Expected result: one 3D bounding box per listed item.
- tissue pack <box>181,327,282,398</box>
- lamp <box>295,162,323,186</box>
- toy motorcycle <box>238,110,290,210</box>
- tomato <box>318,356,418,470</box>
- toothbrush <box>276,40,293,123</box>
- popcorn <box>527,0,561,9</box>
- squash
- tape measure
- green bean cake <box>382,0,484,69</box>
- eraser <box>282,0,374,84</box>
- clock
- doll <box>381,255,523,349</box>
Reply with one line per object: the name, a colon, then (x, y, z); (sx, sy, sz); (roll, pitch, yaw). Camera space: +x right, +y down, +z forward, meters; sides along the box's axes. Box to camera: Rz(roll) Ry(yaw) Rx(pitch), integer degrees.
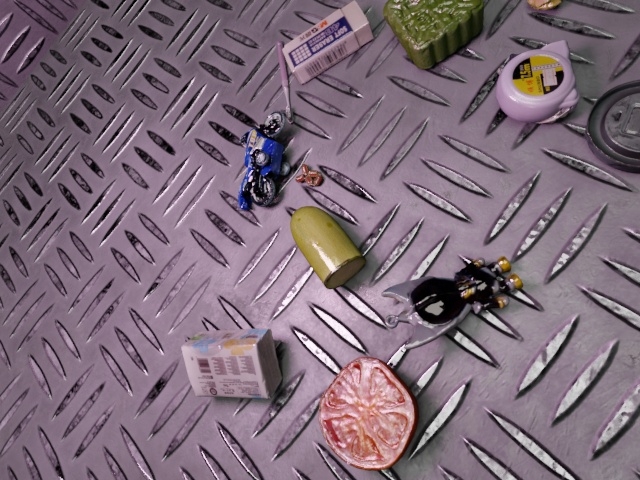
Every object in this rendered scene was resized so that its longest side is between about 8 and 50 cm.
tissue pack: (-0.224, 0.317, 1.103); (0.229, 0.145, 0.159); (-7, 103, 22)
lamp: (-0.030, -0.192, 1.236); (0.083, 0.031, 0.063); (23, 85, 24)
toy motorcycle: (-0.190, -0.249, 1.282); (0.169, 0.113, 0.315); (4, 83, 35)
tomato: (0.114, 0.389, 0.943); (0.237, 0.095, 0.236); (-7, 73, 25)
toothbrush: (-0.122, -0.544, 1.391); (0.024, 0.029, 0.354); (-11, 68, 6)
popcorn: (0.600, -0.664, 1.091); (0.097, 0.089, 0.109); (4, 78, 36)
squash: (0.000, 0.000, 1.100); (0.132, 0.132, 0.247); (-41, 63, 6)
tape measure: (0.530, -0.383, 1.019); (0.178, 0.105, 0.196); (-1, 74, 16)
green bean cake: (0.316, -0.645, 1.181); (0.222, 0.125, 0.248); (-34, 63, 10)
eraser: (0.022, -0.636, 1.329); (0.279, 0.081, 0.124); (-28, 64, 13)
clock: (0.724, -0.255, 0.920); (0.226, 0.049, 0.226); (-8, 69, 21)
doll: (0.295, 0.129, 0.946); (0.316, 0.103, 0.145); (-24, 80, 6)
